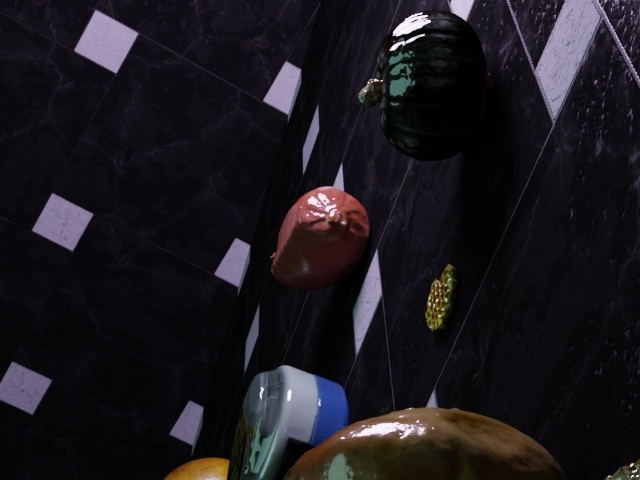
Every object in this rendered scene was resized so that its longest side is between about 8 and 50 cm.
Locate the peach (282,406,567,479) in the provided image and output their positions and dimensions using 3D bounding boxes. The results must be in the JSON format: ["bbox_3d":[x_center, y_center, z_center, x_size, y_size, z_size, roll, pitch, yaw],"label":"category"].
[{"bbox_3d":[0.083,0.229,1.049,0.214,0.236,0.214,-61,12,23],"label":"peach"}]

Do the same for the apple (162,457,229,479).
[{"bbox_3d":[-0.189,0.495,2.208,0.207,0.237,0.237,55,136,41],"label":"apple"}]

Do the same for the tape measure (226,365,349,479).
[{"bbox_3d":[-0.056,0.327,1.941,0.259,0.138,0.262,-107,32,-68],"label":"tape measure"}]

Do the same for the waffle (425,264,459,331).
[{"bbox_3d":[0.144,0.071,1.532,0.085,0.016,0.078,135,148,-72],"label":"waffle"}]

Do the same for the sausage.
[{"bbox_3d":[0.000,0.000,2.093,0.254,0.148,0.148,119,162,-68],"label":"sausage"}]

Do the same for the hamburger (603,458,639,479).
[{"bbox_3d":[0.169,0.256,0.658,0.330,0.209,0.162,-34,16,17],"label":"hamburger"}]

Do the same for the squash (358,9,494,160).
[{"bbox_3d":[0.133,-0.191,1.567,0.193,0.156,0.193,15,-90,-75],"label":"squash"}]
